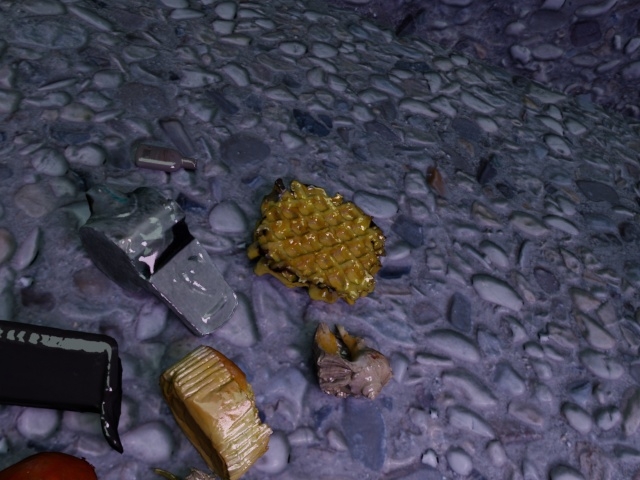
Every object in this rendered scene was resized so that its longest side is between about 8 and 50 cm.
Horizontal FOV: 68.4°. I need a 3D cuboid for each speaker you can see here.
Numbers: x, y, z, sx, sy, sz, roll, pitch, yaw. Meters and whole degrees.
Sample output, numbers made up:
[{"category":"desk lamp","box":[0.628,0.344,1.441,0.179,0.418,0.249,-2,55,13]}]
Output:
[{"category":"speaker","box":[-0.537,0.263,0.859,0.388,0.180,0.184,12,58,-12]}]

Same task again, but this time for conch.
[{"category":"conch","box":[0.057,0.270,1.080,0.163,0.178,0.245,-36,34,5]}]

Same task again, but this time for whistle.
[{"category":"whistle","box":[-0.360,0.037,1.072,0.404,0.188,0.168,35,51,7]}]

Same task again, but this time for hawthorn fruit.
[{"category":"hawthorn fruit","box":[-0.458,0.427,0.750,0.185,0.202,0.185,5,58,-7]}]

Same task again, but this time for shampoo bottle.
[{"category":"shampoo bottle","box":[-0.433,-0.228,1.331,0.165,0.040,0.080,7,53,-15]}]

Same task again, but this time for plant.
[{"category":"plant","box":[-0.261,0.470,0.884,0.122,0.104,0.116,31,8,38]}]

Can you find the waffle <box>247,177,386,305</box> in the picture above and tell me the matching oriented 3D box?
[{"category":"waffle","box":[0.000,0.000,1.292,0.379,0.095,0.382,22,48,-4]}]

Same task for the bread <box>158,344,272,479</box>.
[{"category":"bread","box":[-0.202,0.331,0.926,0.133,0.179,0.250,-30,70,-39]}]
